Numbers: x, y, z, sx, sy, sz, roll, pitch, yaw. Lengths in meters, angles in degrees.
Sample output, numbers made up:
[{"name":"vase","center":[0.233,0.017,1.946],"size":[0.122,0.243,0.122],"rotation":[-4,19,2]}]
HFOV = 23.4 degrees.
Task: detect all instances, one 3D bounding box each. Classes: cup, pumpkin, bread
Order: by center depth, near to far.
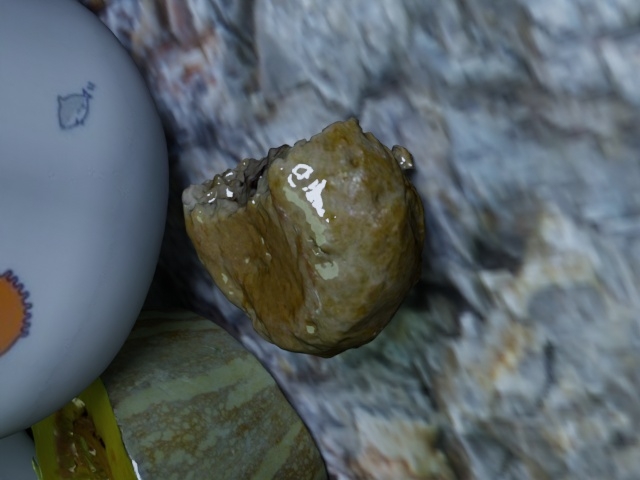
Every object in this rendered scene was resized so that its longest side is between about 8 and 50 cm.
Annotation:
[{"name":"bread","center":[0.000,0.000,0.569],"size":[0.113,0.060,0.082],"rotation":[-9,109,60]},{"name":"cup","center":[-0.230,-0.033,0.599],"size":[0.212,0.317,0.212],"rotation":[-26,56,47]},{"name":"pumpkin","center":[-0.066,0.122,0.748],"size":[0.217,0.110,0.217],"rotation":[52,156,35]}]

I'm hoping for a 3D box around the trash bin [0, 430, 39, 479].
[{"name":"trash bin","center":[-0.211,0.292,0.987],"size":[0.367,0.256,0.296],"rotation":[43,146,9]}]
